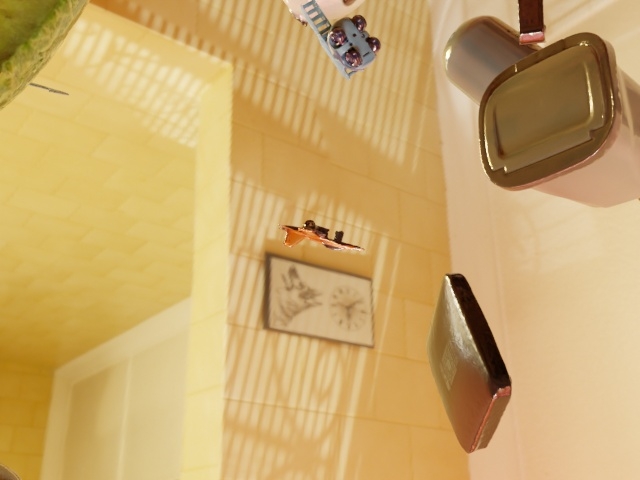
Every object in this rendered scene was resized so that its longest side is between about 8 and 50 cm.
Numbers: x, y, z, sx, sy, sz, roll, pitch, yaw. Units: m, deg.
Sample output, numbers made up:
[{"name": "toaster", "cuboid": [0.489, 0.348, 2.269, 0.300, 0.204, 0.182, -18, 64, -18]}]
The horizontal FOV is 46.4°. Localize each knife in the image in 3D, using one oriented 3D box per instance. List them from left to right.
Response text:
[{"name": "knife", "cuboid": [-0.487, -0.271, 1.340, 0.014, 0.091, 0.005, 42, -73, 24]}]

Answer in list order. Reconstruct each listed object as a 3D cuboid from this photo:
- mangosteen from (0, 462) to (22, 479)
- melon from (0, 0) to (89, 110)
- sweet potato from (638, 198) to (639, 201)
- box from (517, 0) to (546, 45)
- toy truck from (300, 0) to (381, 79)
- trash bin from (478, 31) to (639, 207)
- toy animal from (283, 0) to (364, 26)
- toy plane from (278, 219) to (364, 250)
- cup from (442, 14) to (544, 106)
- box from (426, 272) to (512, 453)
[{"name": "mangosteen", "cuboid": [-0.403, 0.352, 0.790, 0.287, 0.233, 0.287, -158, -90, -79]}, {"name": "melon", "cuboid": [-0.279, -0.286, 0.589, 0.331, 0.226, 0.343, 19, -113, 44]}, {"name": "sweet potato", "cuboid": [0.668, -0.075, 1.473, 0.057, 0.264, 0.057, -39, -175, 4]}, {"name": "box", "cuboid": [0.436, -0.512, 1.543, 0.058, 0.350, 0.211, -1, -75, 17]}, {"name": "toy truck", "cuboid": [0.028, -0.313, 1.123, 0.136, 0.063, 0.074, 57, -25, -6]}, {"name": "trash bin", "cuboid": [0.404, -0.165, 1.147, 0.220, 0.250, 0.219, -20, -117, 45]}, {"name": "toy animal", "cuboid": [-0.010, -0.606, 1.515, 0.251, 0.251, 0.309, -12, -82, 53]}, {"name": "toy plane", "cuboid": [0.002, -0.011, 1.597, 0.135, 0.189, 0.062, 95, -1, -85]}, {"name": "cup", "cuboid": [0.462, -0.414, 1.860, 0.312, 0.206, 0.205, 46, -64, 24]}, {"name": "box", "cuboid": [0.296, 0.249, 1.523, 0.288, 0.073, 0.289, 93, -15, -49]}]
